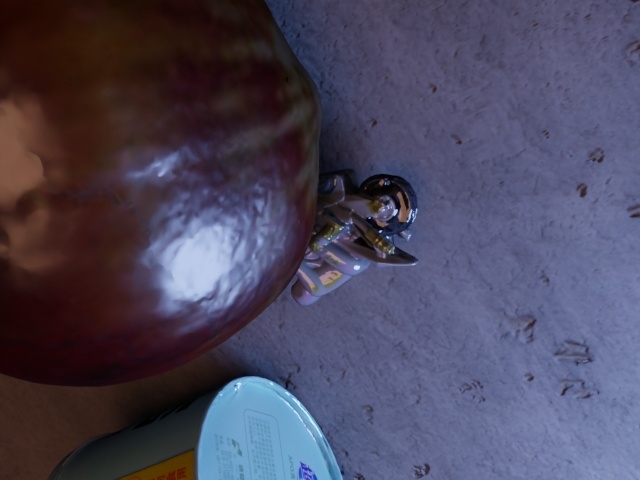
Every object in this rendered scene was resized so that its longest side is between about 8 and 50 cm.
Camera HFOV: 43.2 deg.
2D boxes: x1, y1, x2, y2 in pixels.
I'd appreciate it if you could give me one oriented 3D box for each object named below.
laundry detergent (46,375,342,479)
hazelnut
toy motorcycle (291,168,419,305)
[{"bbox_3d":[-0.164,0.345,0.962,0.305,0.287,0.287,-26,104,25],"label":"laundry detergent"},{"bbox_3d":[-0.211,-0.084,0.754,0.402,0.402,0.429,-13,103,21],"label":"hazelnut"},{"bbox_3d":[0.000,0.000,0.877,0.225,0.073,0.152,2,106,25],"label":"toy motorcycle"}]
